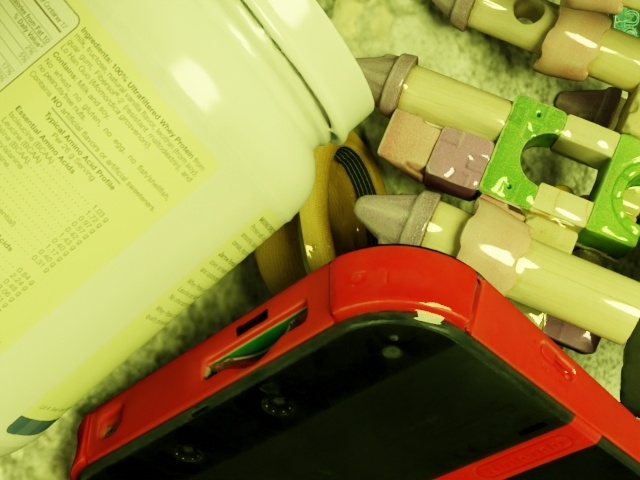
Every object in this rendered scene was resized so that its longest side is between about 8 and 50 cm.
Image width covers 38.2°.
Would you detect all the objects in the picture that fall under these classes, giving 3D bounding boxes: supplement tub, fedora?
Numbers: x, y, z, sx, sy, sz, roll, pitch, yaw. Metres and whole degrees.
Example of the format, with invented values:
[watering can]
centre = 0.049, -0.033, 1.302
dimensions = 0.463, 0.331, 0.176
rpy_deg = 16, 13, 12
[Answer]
[supplement tub]
centre = -0.152, -0.051, 0.575
dimensions = 0.325, 0.235, 0.235
rpy_deg = -41, 112, -2
[fedora]
centre = 0.000, 0.000, 0.725
dimensions = 0.079, 0.194, 0.194
rpy_deg = -12, 110, 23

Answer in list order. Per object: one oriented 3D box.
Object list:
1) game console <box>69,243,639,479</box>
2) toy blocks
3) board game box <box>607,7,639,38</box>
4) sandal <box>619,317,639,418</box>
[game console]
centre = 0.035, 0.178, 0.691
dimensions = 0.342, 0.060, 0.386
rpy_deg = 37, 129, -27
[toy blocks]
centre = 0.130, -0.070, 0.731
dimensions = 0.260, 0.309, 0.289
rpy_deg = 22, 80, 9
[board game box]
centre = 0.314, -0.245, 0.835
dimensions = 0.126, 0.026, 0.186
rpy_deg = 0, 102, -20
[sandal]
centre = 0.320, 0.019, 0.781
dimensions = 0.445, 0.107, 0.168
rpy_deg = -13, 115, -53
